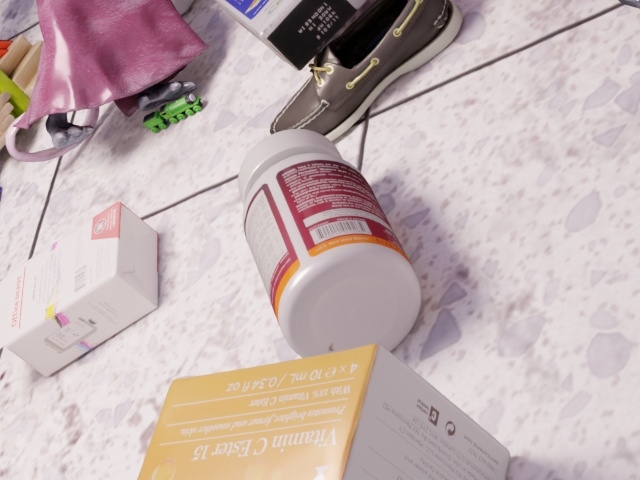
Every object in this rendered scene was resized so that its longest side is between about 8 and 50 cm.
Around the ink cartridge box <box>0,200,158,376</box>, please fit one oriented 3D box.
[{"bbox_3d":[-0.263,0.060,1.622,0.198,0.067,0.115,-31,38,22],"label":"ink cartridge box"}]

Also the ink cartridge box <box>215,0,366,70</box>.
[{"bbox_3d":[-0.020,-0.290,1.652,0.176,0.069,0.371,-47,22,3],"label":"ink cartridge box"}]

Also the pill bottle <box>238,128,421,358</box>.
[{"bbox_3d":[0.000,0.000,1.339,0.121,0.121,0.221,-41,35,12],"label":"pill bottle"}]

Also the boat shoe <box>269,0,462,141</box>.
[{"bbox_3d":[0.031,-0.172,1.517,0.227,0.068,0.081,-39,36,14],"label":"boat shoe"}]

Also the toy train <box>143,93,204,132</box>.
[{"bbox_3d":[-0.167,-0.145,1.751,0.083,0.023,0.017,-23,42,33],"label":"toy train"}]

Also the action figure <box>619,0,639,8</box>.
[{"bbox_3d":[0.203,-0.335,1.368,0.330,0.179,0.341,-22,43,4],"label":"action figure"}]

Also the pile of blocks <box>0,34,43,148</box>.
[{"bbox_3d":[-0.480,-0.141,1.967,0.362,0.112,0.149,-51,25,-16],"label":"pile of blocks"}]

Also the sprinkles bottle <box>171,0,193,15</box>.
[{"bbox_3d":[-0.179,-0.442,1.967,0.121,0.121,0.355,-19,44,37],"label":"sprinkles bottle"}]

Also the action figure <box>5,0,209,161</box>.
[{"bbox_3d":[-0.281,-0.311,1.782,0.248,0.370,0.275,-23,-2,-33],"label":"action figure"}]

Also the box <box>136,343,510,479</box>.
[{"bbox_3d":[-0.030,0.270,1.070,0.215,0.168,0.345,-14,48,40],"label":"box"}]
